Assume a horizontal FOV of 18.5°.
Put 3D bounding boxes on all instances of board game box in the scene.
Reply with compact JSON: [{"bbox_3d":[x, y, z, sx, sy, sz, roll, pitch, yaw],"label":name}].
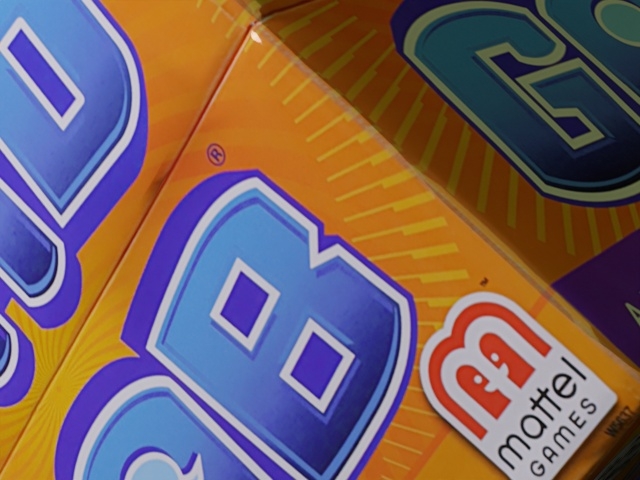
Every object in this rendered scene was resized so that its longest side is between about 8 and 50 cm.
[{"bbox_3d":[0.000,0.000,0.870,0.356,0.356,0.356,44,36,15],"label":"board game box"}]
